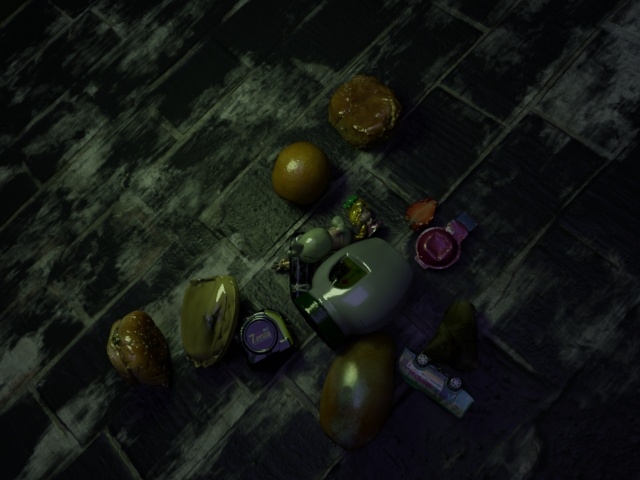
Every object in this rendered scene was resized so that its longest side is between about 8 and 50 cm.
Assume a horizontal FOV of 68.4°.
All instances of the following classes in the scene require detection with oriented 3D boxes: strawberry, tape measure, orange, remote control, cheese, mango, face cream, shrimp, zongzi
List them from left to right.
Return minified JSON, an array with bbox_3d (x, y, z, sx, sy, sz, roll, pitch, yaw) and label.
[{"bbox_3d":[-0.388,0.280,1.635,0.259,0.128,0.316,-18,60,43],"label":"cheese"},{"bbox_3d":[-0.187,0.329,1.615,0.198,0.112,0.186,-25,76,-4],"label":"tape measure"},{"bbox_3d":[-0.087,0.116,1.707,0.178,0.034,0.125,-13,72,-3],"label":"shrimp"},{"bbox_3d":[-0.070,-0.245,1.726,0.236,0.236,0.237,-3,71,10],"label":"orange"},{"bbox_3d":[-0.067,0.096,1.660,0.090,0.066,0.266,-1,74,-1],"label":"remote control"},{"bbox_3d":[0.111,0.166,1.535,0.357,0.220,0.312,-40,47,-12],"label":"face cream"},{"bbox_3d":[0.126,0.456,1.466,0.221,0.199,0.384,15,65,34],"label":"mango"},{"bbox_3d":[0.360,-0.091,1.681,0.152,0.048,0.104,-39,61,-18],"label":"strawberry"},{"bbox_3d":[0.430,0.002,1.626,0.244,0.062,0.155,-42,70,-6],"label":"cheese"},{"bbox_3d":[0.392,0.276,1.462,0.112,0.242,0.221,-25,50,48],"label":"zongzi"}]

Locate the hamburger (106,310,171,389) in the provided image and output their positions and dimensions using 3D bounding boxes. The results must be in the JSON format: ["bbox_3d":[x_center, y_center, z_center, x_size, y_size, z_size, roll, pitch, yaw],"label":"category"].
[{"bbox_3d":[-0.616,0.385,1.614,0.146,0.243,0.286,-20,84,2],"label":"hamburger"}]

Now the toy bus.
[{"bbox_3d":[0.357,0.440,1.481,0.261,0.091,0.109,34,88,21],"label":"toy bus"}]

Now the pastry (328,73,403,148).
[{"bbox_3d":[0.174,-0.477,1.785,0.255,0.162,0.311,-39,58,8],"label":"pastry"}]

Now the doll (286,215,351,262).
[{"bbox_3d":[0.011,0.008,1.614,0.113,0.155,0.275,47,45,17],"label":"doll"}]

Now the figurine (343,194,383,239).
[{"bbox_3d":[0.135,-0.079,1.701,0.115,0.095,0.156,-42,86,18],"label":"figurine"}]
